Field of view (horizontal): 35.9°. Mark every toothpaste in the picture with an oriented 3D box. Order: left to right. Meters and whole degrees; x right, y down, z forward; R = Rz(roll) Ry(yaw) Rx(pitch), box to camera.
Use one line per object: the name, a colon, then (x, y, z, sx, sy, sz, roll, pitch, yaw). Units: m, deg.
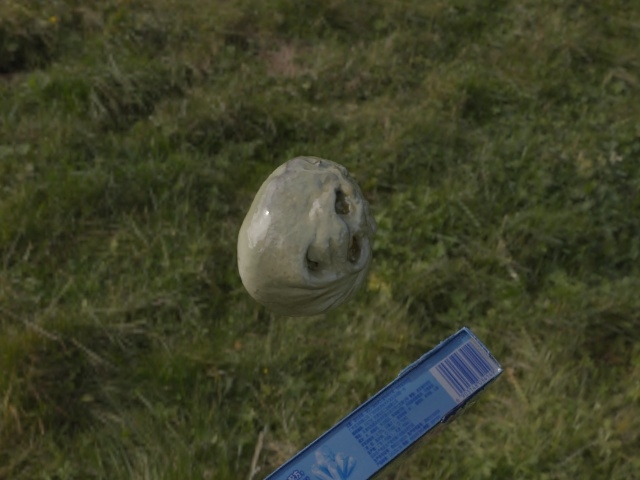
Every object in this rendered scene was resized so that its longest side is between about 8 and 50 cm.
toothpaste: (0.025, 0.166, 0.763, 0.272, 0.066, 0.053, -34, 73, -25)

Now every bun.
bun: (0.000, 0.000, 1.276, 0.133, 0.231, 0.231, 16, 37, 34)
